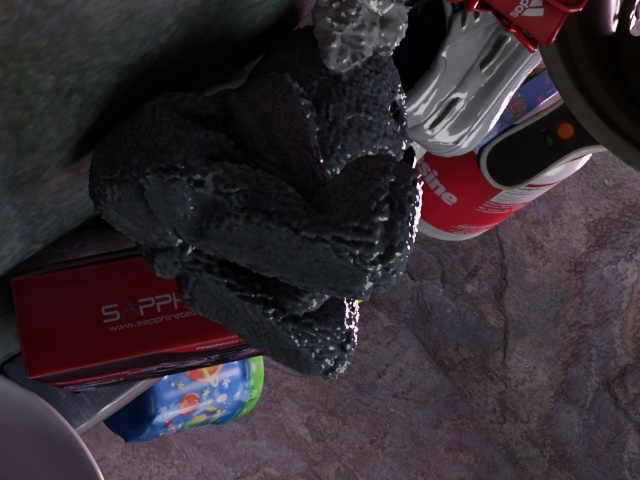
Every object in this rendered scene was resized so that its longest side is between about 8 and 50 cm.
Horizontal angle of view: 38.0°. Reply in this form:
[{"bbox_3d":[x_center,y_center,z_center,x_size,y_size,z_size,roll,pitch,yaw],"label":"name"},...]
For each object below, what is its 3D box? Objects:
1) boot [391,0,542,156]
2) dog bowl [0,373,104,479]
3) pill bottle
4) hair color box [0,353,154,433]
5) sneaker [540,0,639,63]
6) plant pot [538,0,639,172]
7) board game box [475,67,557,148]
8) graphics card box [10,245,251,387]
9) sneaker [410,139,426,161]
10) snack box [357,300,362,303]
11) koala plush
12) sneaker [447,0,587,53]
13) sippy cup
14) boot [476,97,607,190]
[{"bbox_3d":[0.146,-0.200,0.831,0.123,0.095,0.258,20,103,-48],"label":"boot"},{"bbox_3d":[-0.294,0.234,0.727,0.104,0.265,0.265,-37,177,25],"label":"dog bowl"},{"bbox_3d":[0.266,-0.163,1.391,0.229,0.229,0.408,-36,176,-26],"label":"pill bottle"},{"bbox_3d":[-0.227,0.124,1.201,0.374,0.113,0.185,-34,176,-33],"label":"hair color box"},{"bbox_3d":[0.336,-0.299,1.136,0.321,0.126,0.127,-32,180,-41],"label":"sneaker"},{"bbox_3d":[0.352,-0.189,0.754,0.334,0.333,0.305,-38,170,15],"label":"plant pot"},{"bbox_3d":[0.157,-0.160,1.145,0.160,0.039,0.212,-35,-156,-32],"label":"board game box"},{"bbox_3d":[-0.149,0.078,0.897,0.233,0.094,0.371,-11,172,-12],"label":"graphics card box"},{"bbox_3d":[0.049,-0.081,0.945,0.293,0.108,0.169,-36,-162,-10],"label":"sneaker"},{"bbox_3d":[0.000,0.000,1.174,0.174,0.070,0.207,-24,128,-50],"label":"snack box"},{"bbox_3d":[-0.016,-0.066,0.614,0.221,0.203,0.196,-59,176,-31],"label":"koala plush"},{"bbox_3d":[0.070,-0.146,0.462,0.221,0.128,0.087,-36,176,-35],"label":"sneaker"},{"bbox_3d":[-0.253,0.224,1.549,0.224,0.240,0.305,-17,123,-50],"label":"sippy cup"},{"bbox_3d":[0.303,-0.141,1.119,0.244,0.088,0.176,-24,-175,10],"label":"boot"}]
